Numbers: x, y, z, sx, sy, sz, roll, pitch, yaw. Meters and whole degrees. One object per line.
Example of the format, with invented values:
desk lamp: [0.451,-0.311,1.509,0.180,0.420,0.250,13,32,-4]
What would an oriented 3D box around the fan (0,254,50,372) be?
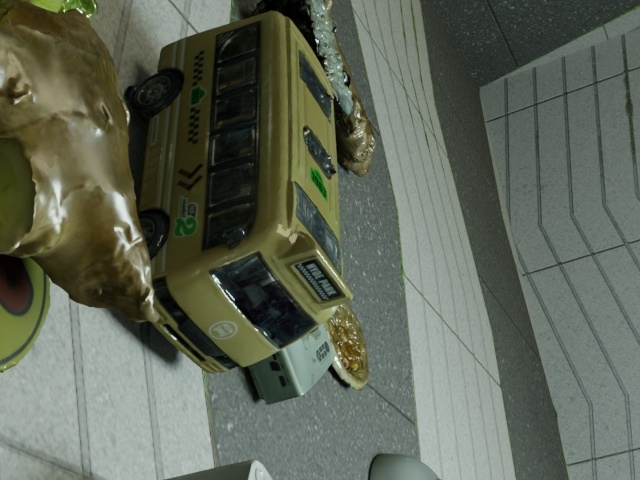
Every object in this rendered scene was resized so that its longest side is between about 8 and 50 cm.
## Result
fan: [-0.262,-0.019,0.762,0.229,0.011,0.335,69,20,-7]

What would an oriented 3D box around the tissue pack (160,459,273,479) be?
tissue pack: [-0.093,0.310,0.734,0.159,0.136,0.246,62,21,-26]

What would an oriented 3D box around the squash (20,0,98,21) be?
squash: [-0.281,-0.229,0.801,0.287,0.137,0.137,38,36,-82]

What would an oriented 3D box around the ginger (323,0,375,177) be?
ginger: [0.022,-0.250,1.662,0.333,0.080,0.166,66,-15,-19]

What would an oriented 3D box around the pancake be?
pancake: [0.034,0.145,1.421,0.151,0.025,0.151,56,22,-38]

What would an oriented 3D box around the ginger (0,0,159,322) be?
ginger: [-0.205,-0.056,0.761,0.219,0.123,0.270,-61,136,-61]

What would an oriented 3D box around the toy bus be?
toy bus: [-0.082,-0.059,1.017,0.177,0.202,0.365,53,26,-45]

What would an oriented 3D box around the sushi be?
sushi: [-0.026,-0.275,1.513,0.147,0.115,0.212,-16,87,-69]

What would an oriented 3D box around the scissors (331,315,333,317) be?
scissors: [-0.011,0.058,1.348,0.119,0.014,0.058,48,33,-41]

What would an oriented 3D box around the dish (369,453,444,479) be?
dish: [0.154,0.408,1.412,0.228,0.086,0.236,66,20,-16]

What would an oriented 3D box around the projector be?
projector: [-0.044,0.117,1.170,0.147,0.061,0.115,-35,107,-71]
